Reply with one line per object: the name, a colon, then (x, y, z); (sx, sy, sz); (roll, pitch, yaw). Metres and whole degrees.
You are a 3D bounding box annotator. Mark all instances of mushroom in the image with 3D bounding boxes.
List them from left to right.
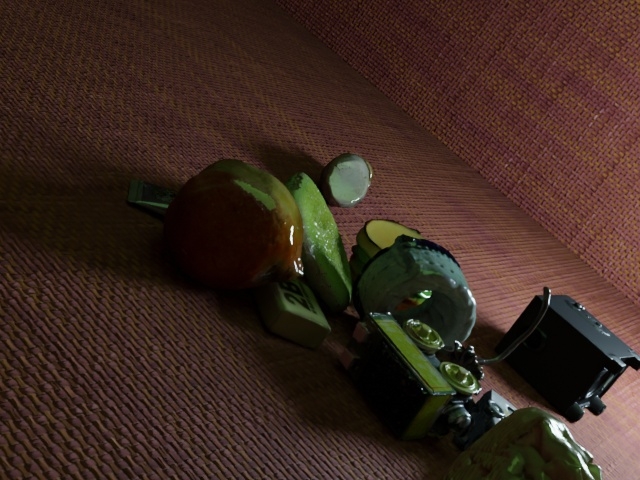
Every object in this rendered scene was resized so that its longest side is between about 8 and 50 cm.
mushroom: (0.067, -0.157, 2.663); (0.128, 0.128, 0.350); (36, 14, 1)

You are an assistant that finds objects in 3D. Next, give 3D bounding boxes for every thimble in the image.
thimble: (0.182, 0.114, 2.031); (0.237, 0.237, 0.150); (24, 24, -30)

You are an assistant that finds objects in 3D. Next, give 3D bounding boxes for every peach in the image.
peach: (-0.136, -0.015, 1.821); (0.256, 0.232, 0.232); (43, 18, -7)

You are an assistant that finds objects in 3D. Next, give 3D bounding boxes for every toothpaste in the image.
toothpaste: (-0.220, -0.044, 1.986); (0.299, 0.073, 0.114); (22, 22, -16)

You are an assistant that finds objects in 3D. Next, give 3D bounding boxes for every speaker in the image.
speaker: (0.584, 0.265, 2.441); (0.254, 0.184, 0.232); (44, 20, 27)

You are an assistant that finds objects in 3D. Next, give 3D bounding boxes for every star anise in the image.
star anise: (0.322, 0.195, 2.002); (0.227, 0.218, 0.148); (-15, 41, -35)

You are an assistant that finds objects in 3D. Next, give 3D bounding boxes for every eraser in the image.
eraser: (-0.060, 0.111, 1.889); (0.117, 0.058, 0.172); (24, 22, -32)

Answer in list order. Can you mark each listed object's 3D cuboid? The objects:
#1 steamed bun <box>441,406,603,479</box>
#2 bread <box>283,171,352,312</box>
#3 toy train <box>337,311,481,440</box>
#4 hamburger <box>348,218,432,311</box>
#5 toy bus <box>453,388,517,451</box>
steamed bun: (0.288, 0.402, 1.495); (0.203, 0.276, 0.289); (46, 6, -3)
bread: (0.002, 0.006, 2.057); (0.301, 0.045, 0.301); (-19, 90, -75)
toy train: (0.158, 0.242, 1.847); (0.177, 0.134, 0.261); (4, 35, -43)
hamburger: (0.161, 0.069, 2.226); (0.237, 0.149, 0.237); (21, 22, -9)
toy bus: (0.313, 0.386, 1.811); (0.138, 0.097, 0.342); (36, 19, -6)
